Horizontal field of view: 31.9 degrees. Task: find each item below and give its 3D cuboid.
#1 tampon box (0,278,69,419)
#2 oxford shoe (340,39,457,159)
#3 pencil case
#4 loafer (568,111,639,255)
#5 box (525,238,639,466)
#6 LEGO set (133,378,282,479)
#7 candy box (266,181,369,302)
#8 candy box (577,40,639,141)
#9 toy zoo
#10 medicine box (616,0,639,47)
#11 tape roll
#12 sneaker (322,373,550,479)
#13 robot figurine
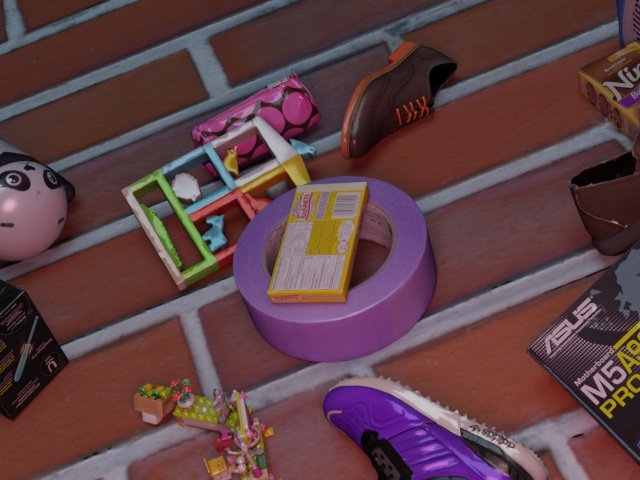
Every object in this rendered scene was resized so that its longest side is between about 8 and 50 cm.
[{"bbox_3d":[-0.453,0.146,1.568,0.101,0.161,0.120,20,55,34],"label":"tampon box"},{"bbox_3d":[0.123,-0.222,1.783,0.098,0.096,0.271,20,56,26],"label":"oxford shoe"},{"bbox_3d":[-0.110,-0.191,1.826,0.209,0.098,0.095,-32,46,-12],"label":"pencil case"},{"bbox_3d":[0.449,-0.115,1.397,0.366,0.130,0.134,-42,6,37],"label":"loafer"},{"bbox_3d":[0.410,0.112,1.298,0.270,0.060,0.216,-44,56,3],"label":"box"},{"bbox_3d":[-0.140,0.231,1.416,0.132,0.107,0.287,-33,46,-14],"label":"LEGO set"},{"bbox_3d":[0.000,0.000,1.525,0.105,0.027,0.205,-3,46,19],"label":"candy box"},{"bbox_3d":[0.482,-0.217,1.683,0.109,0.053,0.186,-26,43,-6],"label":"candy box"},{"bbox_3d":[-0.133,-0.071,1.719,0.293,0.030,0.192,-29,66,-10],"label":"toy zoo"},{"bbox_3d":[0.636,-0.344,1.684,0.264,0.149,0.289,-28,44,-8],"label":"medicine box"},{"bbox_3d":[0.020,0.035,1.567,0.275,0.090,0.274,-9,45,9],"label":"tape roll"},{"bbox_3d":[0.103,0.263,1.307,0.293,0.102,0.146,19,56,32],"label":"sneaker"},{"bbox_3d":[-0.529,-0.078,1.804,0.278,0.173,0.209,29,69,38],"label":"robot figurine"}]
